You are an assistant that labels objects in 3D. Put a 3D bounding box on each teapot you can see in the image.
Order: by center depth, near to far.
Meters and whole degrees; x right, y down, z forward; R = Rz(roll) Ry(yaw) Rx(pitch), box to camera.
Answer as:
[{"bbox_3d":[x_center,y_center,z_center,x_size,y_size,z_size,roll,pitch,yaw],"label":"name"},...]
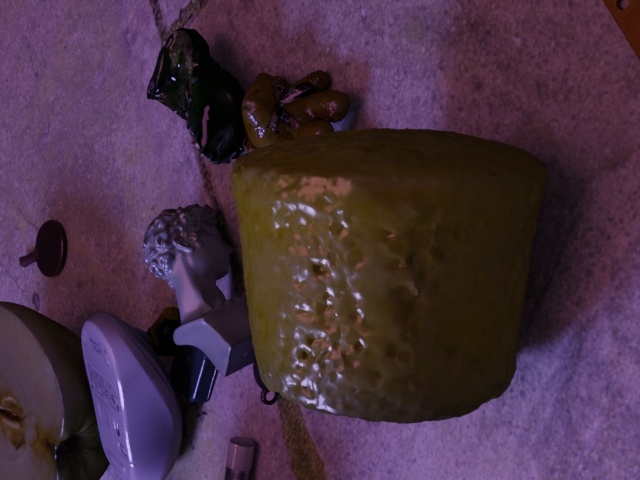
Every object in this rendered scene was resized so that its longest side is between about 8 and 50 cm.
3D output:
[{"bbox_3d":[-0.073,0.188,1.842,0.068,0.045,0.100,12,98,53],"label":"teapot"}]

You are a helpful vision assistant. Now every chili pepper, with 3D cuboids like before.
[{"bbox_3d":[-0.168,-0.211,1.919,0.264,0.116,0.148,57,133,51],"label":"chili pepper"}]

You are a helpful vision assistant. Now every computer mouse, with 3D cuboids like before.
[{"bbox_3d":[-0.287,0.248,2.027,0.184,0.121,0.297,24,124,60],"label":"computer mouse"}]

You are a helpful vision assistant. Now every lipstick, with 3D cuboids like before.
[{"bbox_3d":[-0.126,0.366,1.909,0.040,0.040,0.141,20,105,50],"label":"lipstick"}]

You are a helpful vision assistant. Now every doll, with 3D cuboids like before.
[{"bbox_3d":[-0.046,-0.178,1.769,0.209,0.097,0.137,5,78,53],"label":"doll"}]

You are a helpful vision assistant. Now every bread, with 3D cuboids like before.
[{"bbox_3d":[0.081,0.028,1.432,0.348,0.348,0.308,8,105,52],"label":"bread"}]

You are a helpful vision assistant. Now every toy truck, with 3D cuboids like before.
[{"bbox_3d":[-0.249,0.151,2.064,0.083,0.049,0.054,-52,50,36],"label":"toy truck"}]

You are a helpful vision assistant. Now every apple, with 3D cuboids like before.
[{"bbox_3d":[-0.499,0.301,2.198,0.360,0.320,0.312,22,68,44],"label":"apple"}]

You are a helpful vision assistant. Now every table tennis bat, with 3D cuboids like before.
[{"bbox_3d":[-0.569,0.021,2.418,0.170,0.119,0.107,-22,72,48],"label":"table tennis bat"}]

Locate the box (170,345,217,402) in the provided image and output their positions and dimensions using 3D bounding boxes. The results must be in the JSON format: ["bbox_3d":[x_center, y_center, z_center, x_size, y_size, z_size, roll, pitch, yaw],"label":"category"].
[{"bbox_3d":[-0.195,0.186,2.008,0.091,0.031,0.126,41,122,44],"label":"box"}]

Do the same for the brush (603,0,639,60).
[{"bbox_3d":[0.358,-0.175,1.328,0.103,0.013,0.272,-47,54,40],"label":"brush"}]

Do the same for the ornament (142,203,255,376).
[{"bbox_3d":[-0.180,0.075,1.915,0.285,0.130,0.120,67,149,27],"label":"ornament"}]
